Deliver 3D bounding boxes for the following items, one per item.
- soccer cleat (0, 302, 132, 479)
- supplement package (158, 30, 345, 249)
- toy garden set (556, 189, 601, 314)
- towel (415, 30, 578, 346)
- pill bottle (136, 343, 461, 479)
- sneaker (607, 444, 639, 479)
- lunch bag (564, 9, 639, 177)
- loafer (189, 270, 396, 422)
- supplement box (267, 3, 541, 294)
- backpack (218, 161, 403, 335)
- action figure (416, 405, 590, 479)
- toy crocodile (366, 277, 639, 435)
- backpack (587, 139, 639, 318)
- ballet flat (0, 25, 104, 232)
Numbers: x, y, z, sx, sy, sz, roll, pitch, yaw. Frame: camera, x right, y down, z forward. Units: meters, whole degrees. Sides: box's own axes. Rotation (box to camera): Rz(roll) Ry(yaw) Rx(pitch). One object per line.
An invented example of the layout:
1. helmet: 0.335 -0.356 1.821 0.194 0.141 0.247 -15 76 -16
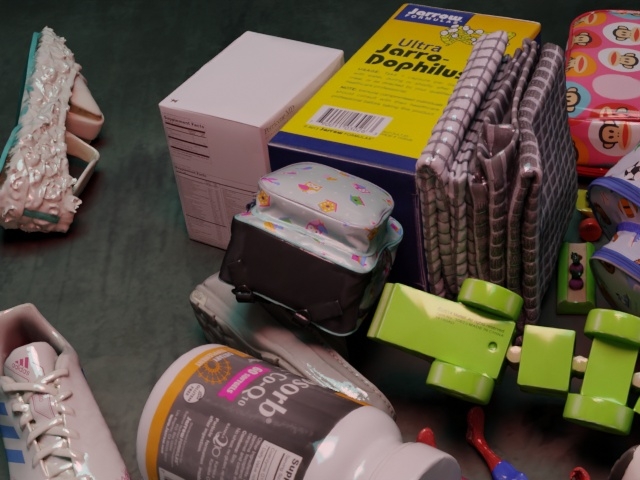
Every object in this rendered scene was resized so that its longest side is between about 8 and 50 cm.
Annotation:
1. soccer cleat: -0.270 0.191 1.298 0.116 0.143 0.331 -20 39 -16
2. supplement package: -0.069 -0.117 1.618 0.149 0.203 0.194 16 43 29
3. toy garden set: 0.397 0.004 1.497 0.244 0.049 0.203 1 38 11
4. towel: 0.204 -0.052 1.404 0.121 0.283 0.235 10 46 20
5. pill bottle: -0.021 0.210 1.209 0.278 0.162 0.162 18 44 31
6. sneaker: 0.467 0.243 1.128 0.410 0.158 0.182 -10 58 1
7. lunch bag: 0.439 -0.191 1.689 0.258 0.120 0.293 6 38 17
8. loafer: -0.020 0.108 1.387 0.111 0.112 0.319 -35 43 -19
9. supplement box: 0.116 -0.114 1.585 0.195 0.194 0.356 14 42 26
10. backpack: 0.000 0.000 1.363 0.166 0.144 0.188 20 14 13
11. action figure: 0.186 0.232 1.169 0.091 0.139 0.280 -22 42 -18
12. toy crocodile: 0.214 0.118 1.287 0.341 0.105 0.115 13 78 13
13. backpack: 0.390 0.014 1.310 0.213 0.276 0.263 -35 54 -6
14. ballet flat: -0.369 -0.142 1.798 0.147 0.147 0.409 -6 40 3
